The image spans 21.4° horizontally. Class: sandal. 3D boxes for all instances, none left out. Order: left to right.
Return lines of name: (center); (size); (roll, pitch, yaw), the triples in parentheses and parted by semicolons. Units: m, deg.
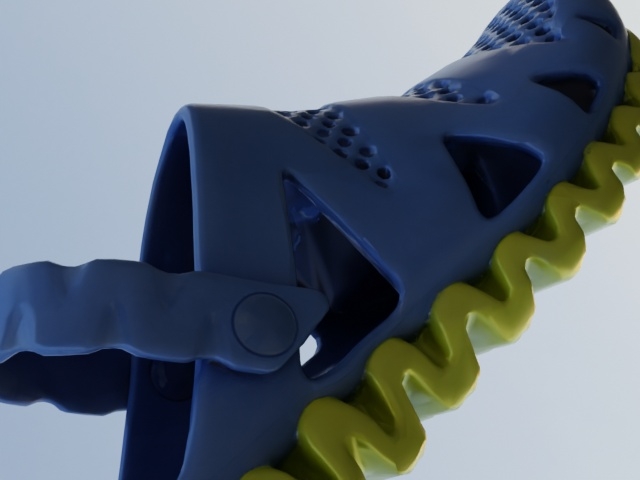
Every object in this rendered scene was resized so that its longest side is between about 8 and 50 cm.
sandal: (0.000, 0.000, 0.570); (0.138, 0.126, 0.317); (45, -123, -3)
